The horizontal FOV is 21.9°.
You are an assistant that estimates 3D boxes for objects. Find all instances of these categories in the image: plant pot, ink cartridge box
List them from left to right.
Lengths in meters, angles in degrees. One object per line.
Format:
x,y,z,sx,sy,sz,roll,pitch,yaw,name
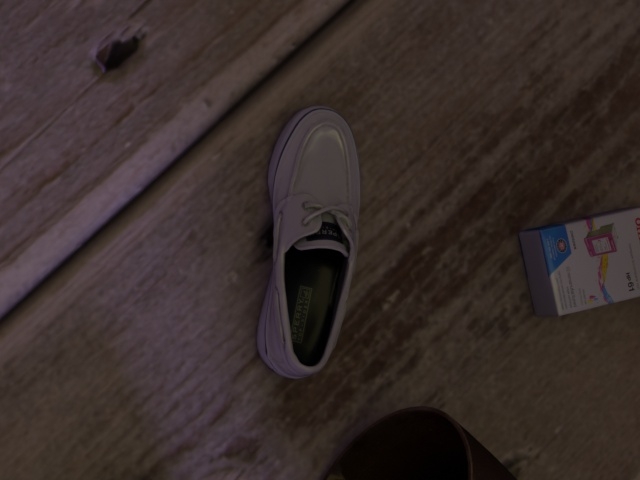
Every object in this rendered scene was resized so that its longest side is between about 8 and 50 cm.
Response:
0.135,0.298,1.513,0.230,0.215,0.215,34,76,-30,plant pot
0.269,0.021,1.640,0.122,0.052,0.088,-13,91,-21,ink cartridge box

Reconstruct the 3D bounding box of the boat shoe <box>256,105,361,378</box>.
0.000,0.000,1.528,0.095,0.084,0.258,4,86,-19,boat shoe
